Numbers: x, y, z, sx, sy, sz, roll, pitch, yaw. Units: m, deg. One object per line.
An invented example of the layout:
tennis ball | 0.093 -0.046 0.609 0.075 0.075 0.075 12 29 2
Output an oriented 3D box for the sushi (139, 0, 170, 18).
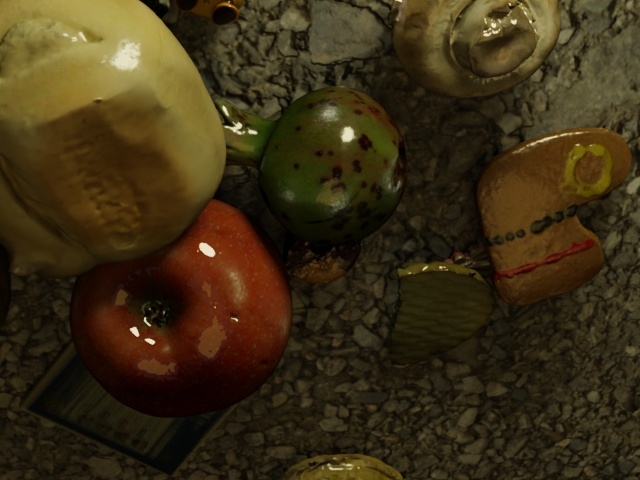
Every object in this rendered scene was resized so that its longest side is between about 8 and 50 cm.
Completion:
sushi | -0.300 -0.376 1.570 0.126 0.136 0.225 -20 129 15

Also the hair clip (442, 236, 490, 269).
hair clip | 0.242 0.037 1.979 0.214 0.056 0.062 -19 151 10

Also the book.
book | -0.332 0.283 2.072 0.322 0.018 0.228 32 112 -25

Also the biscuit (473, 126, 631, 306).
biscuit | 0.387 -0.038 1.902 0.262 0.052 0.277 -13 108 -1

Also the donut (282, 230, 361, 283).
donut | 0.000 0.000 1.910 0.140 0.059 0.140 -4 123 -6

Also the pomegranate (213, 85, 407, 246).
pomegranate | -0.025 -0.108 1.726 0.306 0.242 0.242 -1 123 -8

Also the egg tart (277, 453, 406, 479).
egg tart | 0.028 0.554 2.239 0.341 0.132 0.341 -4 122 -6

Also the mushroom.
mushroom | 0.215 -0.309 1.668 0.255 0.184 0.255 -10 137 -10

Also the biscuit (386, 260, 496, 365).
biscuit | 0.206 0.119 1.997 0.187 0.036 0.273 -4 141 -9

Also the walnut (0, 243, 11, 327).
walnut | -0.611 0.064 1.730 0.333 0.333 0.333 -4 124 -6

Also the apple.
apple | -0.211 0.102 1.787 0.348 0.277 0.348 1 93 9

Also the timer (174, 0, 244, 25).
timer | -0.151 -0.366 1.638 0.107 0.109 0.107 6 150 3

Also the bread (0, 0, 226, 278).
bread | -0.320 -0.156 1.541 0.348 0.253 0.376 -25 147 4
